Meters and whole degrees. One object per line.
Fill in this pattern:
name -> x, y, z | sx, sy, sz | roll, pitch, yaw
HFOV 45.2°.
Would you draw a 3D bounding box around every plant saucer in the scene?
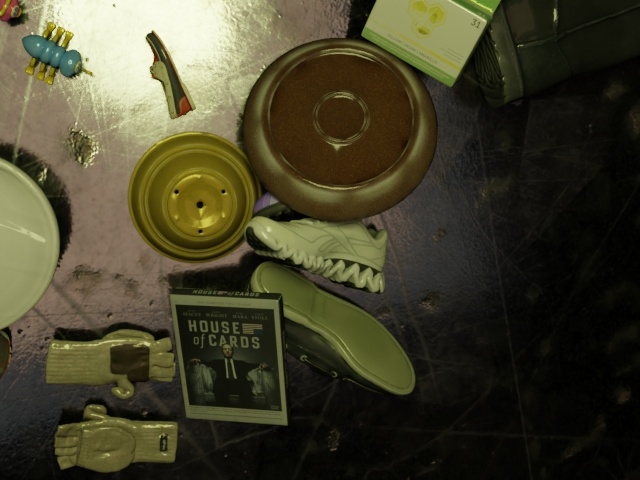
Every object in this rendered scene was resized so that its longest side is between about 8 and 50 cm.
plant saucer -> 0.031, -0.185, 1.197 | 0.310, 0.050, 0.311 | 0, 77, 0

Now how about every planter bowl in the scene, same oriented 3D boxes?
planter bowl -> -0.193, -0.061, 1.213 | 0.217, 0.090, 0.217 | -2, 101, -13

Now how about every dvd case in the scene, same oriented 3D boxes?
dvd case -> -0.143, 0.190, 1.242 | 0.179, 0.029, 0.239 | 2, 116, 10

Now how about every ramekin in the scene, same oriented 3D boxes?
ramekin -> -0.517, -0.003, 1.125 | 0.273, 0.127, 0.273 | -2, 101, -13

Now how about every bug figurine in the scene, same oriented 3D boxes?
bug figurine -> -0.400, -0.379, 1.115 | 0.216, 0.072, 0.279 | 22, 95, -16

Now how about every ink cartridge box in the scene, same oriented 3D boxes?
ink cartridge box -> 0.186, -0.377, 1.164 | 0.171, 0.056, 0.235 | 32, 128, 6

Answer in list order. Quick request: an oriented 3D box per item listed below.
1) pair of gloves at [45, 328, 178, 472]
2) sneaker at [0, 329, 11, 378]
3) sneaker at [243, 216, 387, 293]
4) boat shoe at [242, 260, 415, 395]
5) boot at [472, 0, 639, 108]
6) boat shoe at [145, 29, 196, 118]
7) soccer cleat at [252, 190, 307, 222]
pair of gloves -> -0.338, 0.262, 1.262 | 0.204, 0.042, 0.240 | -4, 103, -16
sneaker -> -0.526, 0.214, 1.194 | 0.061, 0.065, 0.158 | 19, 95, -16
sneaker -> 0.000, 0.000, 1.241 | 0.292, 0.110, 0.118 | 20, 86, -42
boat shoe -> 0.004, 0.170, 1.296 | 0.340, 0.127, 0.113 | 32, 130, -18
boot -> 0.446, -0.457, 1.265 | 0.445, 0.146, 0.367 | -20, 112, -6
boat shoe -> -0.240, -0.256, 1.190 | 0.043, 0.049, 0.137 | -26, 110, -6
soccer cleat -> 0.020, -0.128, 1.258 | 0.318, 0.108, 0.116 | -27, 82, -4
